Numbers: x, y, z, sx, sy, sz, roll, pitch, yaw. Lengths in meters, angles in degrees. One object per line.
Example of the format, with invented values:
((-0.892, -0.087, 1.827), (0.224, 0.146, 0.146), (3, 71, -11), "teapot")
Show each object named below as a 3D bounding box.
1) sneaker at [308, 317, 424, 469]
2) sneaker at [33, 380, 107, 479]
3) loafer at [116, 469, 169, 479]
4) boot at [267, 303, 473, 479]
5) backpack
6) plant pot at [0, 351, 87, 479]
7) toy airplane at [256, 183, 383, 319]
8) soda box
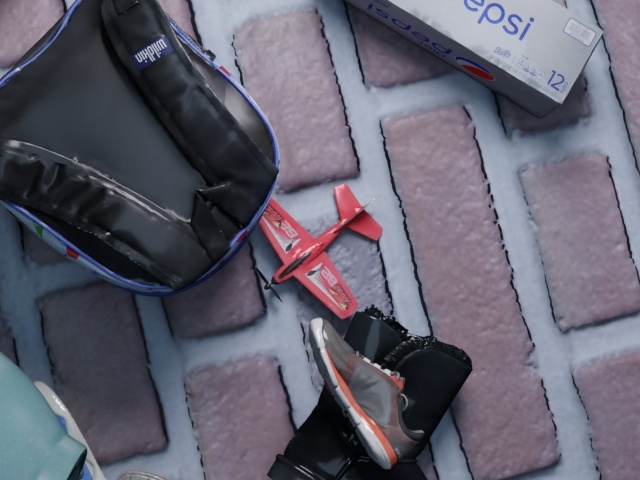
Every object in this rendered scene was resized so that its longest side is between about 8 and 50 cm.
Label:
((0.044, 0.136, 1.580), (0.065, 0.061, 0.158), (-30, 89, -9), "sneaker")
((-0.265, 0.217, 1.615), (0.085, 0.058, 0.152), (-30, 95, -17), "sneaker")
((-0.142, 0.260, 1.638), (0.125, 0.039, 0.045), (23, 91, -1), "loafer")
((0.097, 0.203, 1.638), (0.246, 0.094, 0.207), (32, 86, 3), "boot")
((-0.175, -0.076, 1.579), (0.263, 0.213, 0.276), (41, 88, 7), "backpack")
((-0.328, 0.225, 1.481), (0.196, 0.293, 0.293), (23, 83, 0), "plant pot")
((0.000, 0.000, 1.680), (0.151, 0.028, 0.151), (1, 86, -8), "toy airplane")
((0.133, -0.238, 1.683), (0.286, 0.098, 0.091), (30, 83, -2), "soda box")
